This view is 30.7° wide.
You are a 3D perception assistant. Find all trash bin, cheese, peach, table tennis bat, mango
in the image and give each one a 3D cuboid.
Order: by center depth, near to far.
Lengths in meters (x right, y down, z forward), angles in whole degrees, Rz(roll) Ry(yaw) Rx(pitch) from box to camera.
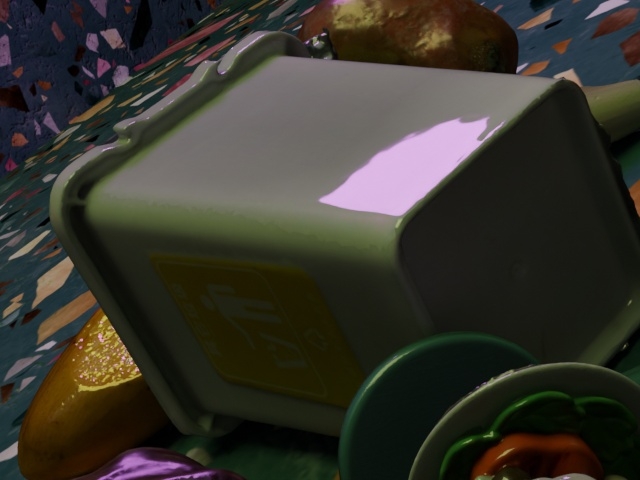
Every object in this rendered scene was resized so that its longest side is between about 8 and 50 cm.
[{"bbox_3d":[0.106,0.101,0.612,0.201,0.124,0.033,-14,6,-15],"label":"table tennis bat"},{"bbox_3d":[0.031,-0.008,0.807,0.296,0.256,0.367,-39,26,-28],"label":"trash bin"},{"bbox_3d":[0.189,-0.093,0.980,0.235,0.050,0.127,-25,19,-39],"label":"cheese"},{"bbox_3d":[-0.168,0.125,0.989,0.141,0.102,0.217,18,53,41],"label":"mango"},{"bbox_3d":[0.087,-0.170,1.163,0.235,0.214,0.214,-3,33,43],"label":"peach"}]

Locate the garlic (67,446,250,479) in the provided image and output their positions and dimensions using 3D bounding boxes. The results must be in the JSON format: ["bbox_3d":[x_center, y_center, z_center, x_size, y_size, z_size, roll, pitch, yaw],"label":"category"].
[{"bbox_3d":[-0.126,0.201,0.629,0.245,0.160,0.245,-33,9,6],"label":"garlic"}]

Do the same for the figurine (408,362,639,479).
[{"bbox_3d":[0.117,0.142,0.491,0.132,0.132,0.154,-30,31,5],"label":"figurine"}]
